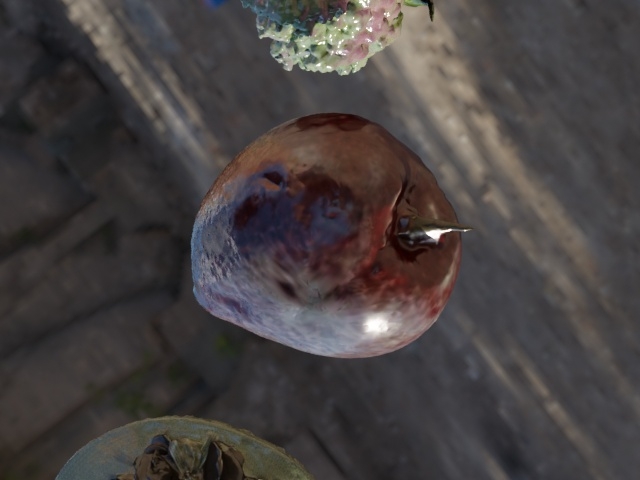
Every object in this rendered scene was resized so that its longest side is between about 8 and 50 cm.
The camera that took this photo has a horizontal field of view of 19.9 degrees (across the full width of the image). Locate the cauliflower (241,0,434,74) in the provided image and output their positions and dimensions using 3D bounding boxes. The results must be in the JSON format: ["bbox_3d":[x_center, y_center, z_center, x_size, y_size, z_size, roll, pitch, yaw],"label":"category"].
[{"bbox_3d":[-0.033,-0.283,1.856,0.315,0.239,0.256,12,154,14],"label":"cauliflower"}]

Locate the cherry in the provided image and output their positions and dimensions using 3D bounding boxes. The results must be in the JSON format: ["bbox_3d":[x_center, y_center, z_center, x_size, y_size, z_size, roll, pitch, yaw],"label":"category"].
[{"bbox_3d":[0.000,0.000,1.692,0.230,0.300,0.203,48,-139,-32],"label":"cherry"}]

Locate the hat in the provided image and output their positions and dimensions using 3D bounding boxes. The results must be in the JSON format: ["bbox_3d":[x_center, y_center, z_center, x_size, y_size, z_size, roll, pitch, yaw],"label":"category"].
[{"bbox_3d":[-0.112,0.281,1.475,0.257,0.257,0.130,55,-164,-16],"label":"hat"}]
